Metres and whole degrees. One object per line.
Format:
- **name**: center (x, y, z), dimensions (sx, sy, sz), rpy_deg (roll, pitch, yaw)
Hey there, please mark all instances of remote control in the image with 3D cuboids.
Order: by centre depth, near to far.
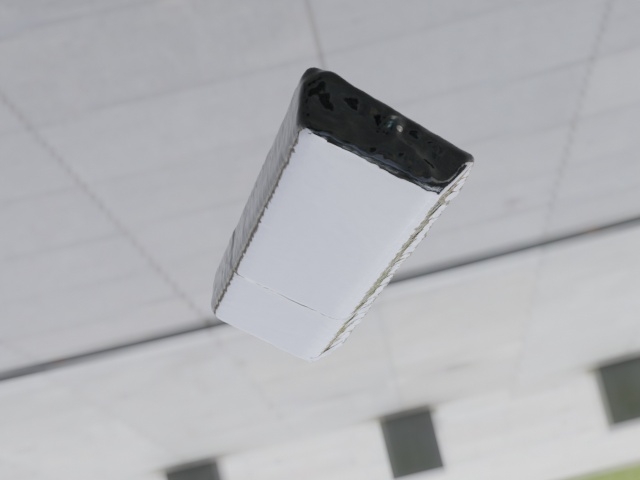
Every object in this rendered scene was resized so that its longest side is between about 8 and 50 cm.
- **remote control**: center (0.000, 0.000, 0.701), dimensions (0.063, 0.025, 0.245), rpy_deg (26, 161, -1)
